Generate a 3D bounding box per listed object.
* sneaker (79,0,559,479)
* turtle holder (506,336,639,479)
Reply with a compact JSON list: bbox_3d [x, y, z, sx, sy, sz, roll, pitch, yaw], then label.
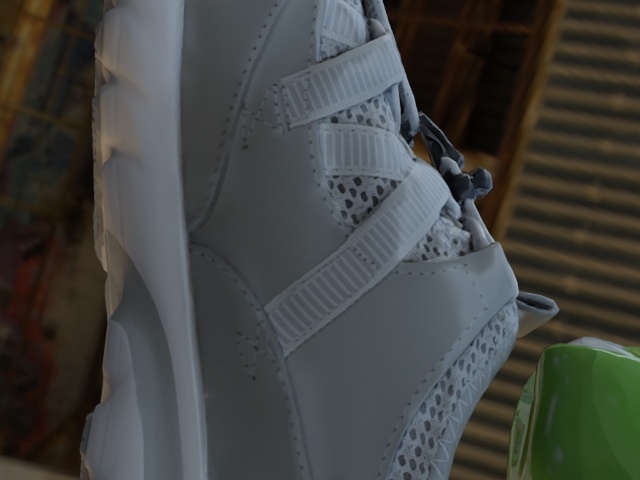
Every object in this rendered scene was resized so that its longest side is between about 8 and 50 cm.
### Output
[{"bbox_3d":[0.000,0.000,0.475,0.105,0.115,0.281,124,-33,-79],"label":"sneaker"},{"bbox_3d":[0.120,0.195,0.420,0.243,0.227,0.320,12,-111,28],"label":"turtle holder"}]
